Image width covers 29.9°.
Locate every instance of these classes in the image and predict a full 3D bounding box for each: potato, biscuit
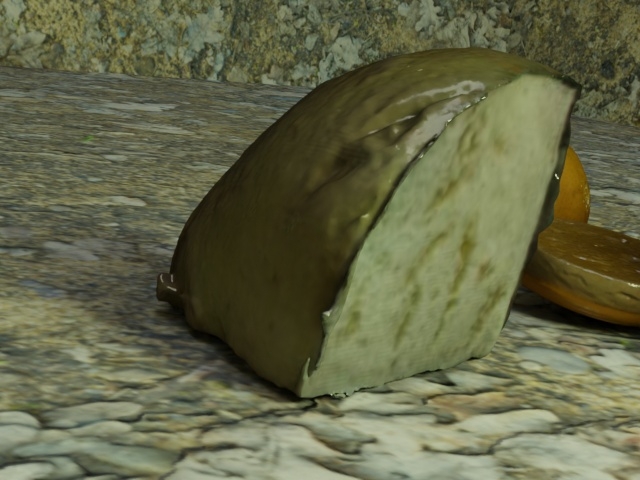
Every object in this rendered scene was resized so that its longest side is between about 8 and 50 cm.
[{"bbox_3d":[-0.006,-0.037,0.748,0.211,0.189,0.264,-4,16,-45],"label":"potato"},{"bbox_3d":[0.225,0.034,0.919,0.170,0.050,0.170,13,16,-4],"label":"biscuit"}]

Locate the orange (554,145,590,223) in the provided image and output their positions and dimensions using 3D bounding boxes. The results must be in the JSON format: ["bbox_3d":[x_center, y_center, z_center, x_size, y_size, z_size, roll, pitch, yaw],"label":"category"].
[{"bbox_3d":[0.160,-0.043,1.057,0.156,0.124,0.156,9,14,-2],"label":"orange"}]
